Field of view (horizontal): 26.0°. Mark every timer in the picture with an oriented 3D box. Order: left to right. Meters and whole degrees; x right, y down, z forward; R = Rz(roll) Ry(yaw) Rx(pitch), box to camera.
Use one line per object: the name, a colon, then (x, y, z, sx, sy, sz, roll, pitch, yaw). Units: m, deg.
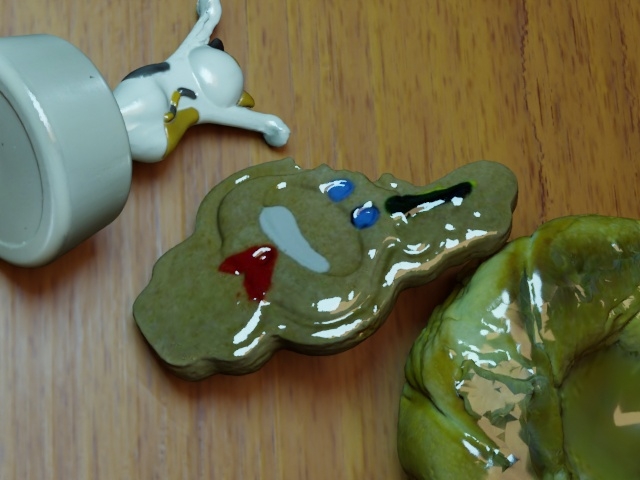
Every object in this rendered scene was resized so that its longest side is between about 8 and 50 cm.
timer: (-0.151, -0.102, 1.097, 0.266, 0.175, 0.175, -25, 83, -39)

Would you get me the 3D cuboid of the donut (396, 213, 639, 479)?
donut: (0.240, 0.147, 1.130, 0.360, 0.170, 0.360, 4, 72, -14)

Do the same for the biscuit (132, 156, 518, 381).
biscuit: (0.005, 0.006, 1.101, 0.319, 0.047, 0.183, -11, 58, 1)
